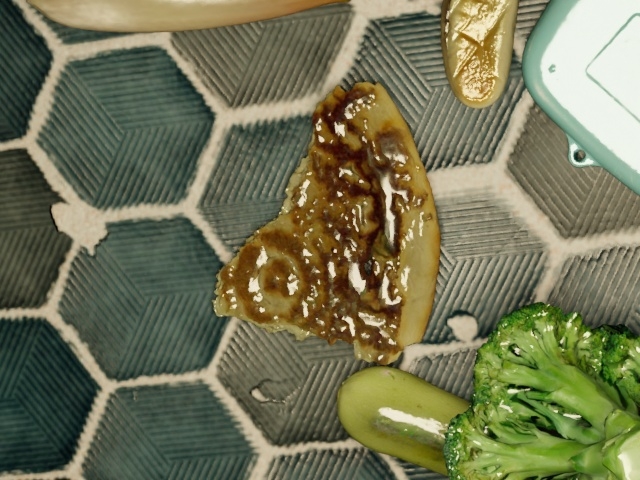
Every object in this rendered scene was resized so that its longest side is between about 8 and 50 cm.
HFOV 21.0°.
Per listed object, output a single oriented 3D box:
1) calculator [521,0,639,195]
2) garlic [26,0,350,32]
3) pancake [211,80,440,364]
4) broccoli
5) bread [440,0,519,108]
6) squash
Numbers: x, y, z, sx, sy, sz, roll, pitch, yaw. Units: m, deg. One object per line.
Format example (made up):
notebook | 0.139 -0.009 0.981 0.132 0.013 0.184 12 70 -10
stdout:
calculator | 0.361 -0.212 1.581 0.256 0.054 0.386 42 104 3
garlic | -0.115 -0.271 1.621 0.318 0.112 0.143 -3 106 3
pancake | 0.000 0.000 1.670 0.244 0.057 0.266 -19 88 19
broccoli | 0.234 0.193 1.482 0.254 0.269 0.269 11 98 -12
bread | 0.151 -0.230 1.612 0.073 0.053 0.214 6 94 4
squash | 0.130 0.194 1.645 0.250 0.083 0.083 26 99 3
